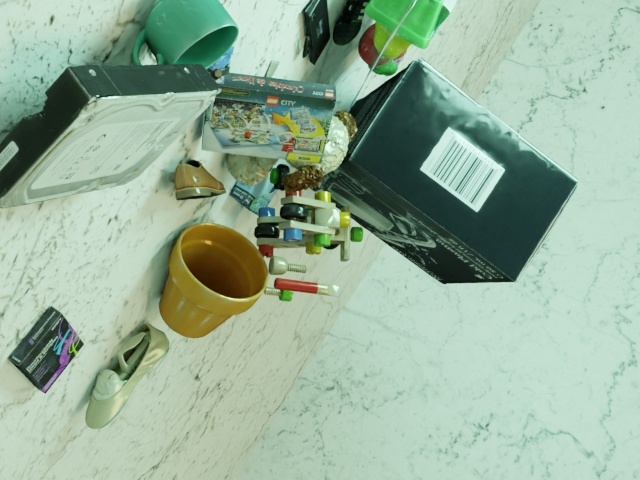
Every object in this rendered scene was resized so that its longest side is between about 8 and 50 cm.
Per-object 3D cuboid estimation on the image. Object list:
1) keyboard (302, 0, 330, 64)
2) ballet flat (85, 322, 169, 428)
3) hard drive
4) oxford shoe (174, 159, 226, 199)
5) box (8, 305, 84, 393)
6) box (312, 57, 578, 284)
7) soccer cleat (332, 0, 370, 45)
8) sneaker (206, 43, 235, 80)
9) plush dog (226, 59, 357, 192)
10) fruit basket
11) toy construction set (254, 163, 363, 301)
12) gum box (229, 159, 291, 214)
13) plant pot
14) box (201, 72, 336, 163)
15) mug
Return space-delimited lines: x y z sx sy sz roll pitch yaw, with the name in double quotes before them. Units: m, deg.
"keyboard" -0.015 -0.439 2.105 0.108 0.023 0.180 -62 165 -19
"ballet flat" -0.410 0.271 2.063 0.248 0.086 0.086 -53 164 -29
"hard drive" -0.309 -0.153 1.434 0.237 0.064 0.339 -40 173 24
"oxford shoe" -0.230 -0.117 1.927 0.212 0.076 0.076 -3 83 -84
"box" -0.479 0.195 1.762 0.116 0.029 0.162 -55 163 -20
"box" 0.269 -0.141 2.411 0.297 0.479 0.472 -56 -171 -9
"soccer cleat" 0.072 -0.508 2.202 0.179 0.060 0.072 -62 157 -20
"sneaker" -0.193 -0.308 1.697 0.152 0.058 0.085 -39 147 -68
"plush dog" -0.046 -0.219 2.012 0.262 0.225 0.211 -54 164 -21
"fruit basket" 0.179 -0.468 2.216 0.327 0.165 0.353 -63 179 -43
"toy construction set" 0.000 0.000 2.160 0.257 0.237 0.309 119 -27 -47
"gum box" -0.121 -0.154 2.247 0.184 0.041 0.157 -60 165 -3
"plant pot" -0.240 0.099 2.080 0.188 0.205 0.205 -52 172 36
"box" -0.098 -0.226 1.854 0.159 0.233 0.044 105 -12 -45
"mug" -0.211 -0.318 1.512 0.129 0.097 0.157 -42 171 35
